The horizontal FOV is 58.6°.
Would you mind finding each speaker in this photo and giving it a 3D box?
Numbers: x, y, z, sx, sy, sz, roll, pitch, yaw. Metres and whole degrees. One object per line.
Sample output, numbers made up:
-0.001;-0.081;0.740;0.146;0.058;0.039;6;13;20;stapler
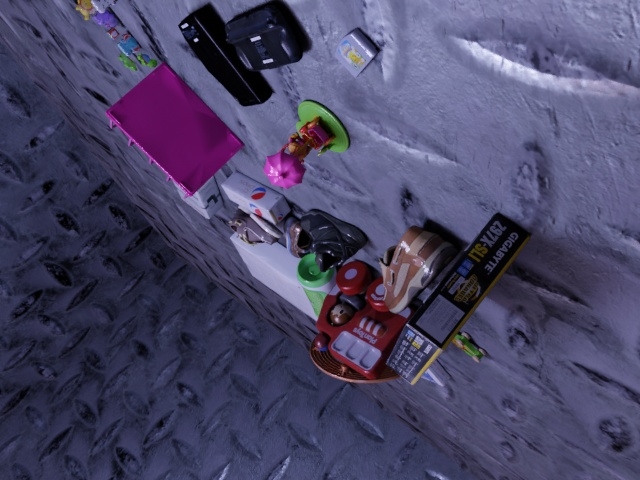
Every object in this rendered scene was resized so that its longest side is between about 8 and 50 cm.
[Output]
0.012;0.160;1.835;0.131;0.131;0.296;31;159;30;speaker

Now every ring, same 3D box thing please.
0.137;0.292;1.616;0.337;0.337;0.032;21;124;49;ring

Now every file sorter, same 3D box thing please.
-0.395;-0.279;1.539;0.290;0.202;0.182;46;163;-12;file sorter

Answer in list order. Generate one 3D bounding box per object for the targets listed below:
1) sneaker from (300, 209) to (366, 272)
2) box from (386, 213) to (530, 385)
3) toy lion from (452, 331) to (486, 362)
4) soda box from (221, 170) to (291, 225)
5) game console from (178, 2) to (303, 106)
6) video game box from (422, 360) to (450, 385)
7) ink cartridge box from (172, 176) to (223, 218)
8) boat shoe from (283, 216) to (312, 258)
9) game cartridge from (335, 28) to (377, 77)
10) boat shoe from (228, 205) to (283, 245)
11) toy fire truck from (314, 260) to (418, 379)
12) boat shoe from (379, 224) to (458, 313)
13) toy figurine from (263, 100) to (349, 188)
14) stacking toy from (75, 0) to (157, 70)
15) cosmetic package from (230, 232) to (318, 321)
0.000;0.000;1.484;0.227;0.130;0.087;28;156;42;sneaker
0.241;0.123;1.055;0.079;0.257;0.322;36;161;14;box
0.373;0.271;1.499;0.100;0.034;0.096;44;169;-8;toy lion
-0.192;-0.127;1.684;0.216;0.069;0.074;29;158;34;soda box
-0.139;-0.356;1.087;0.213;0.044;0.361;50;161;-29;game console
0.302;0.382;1.875;0.187;0.048;0.205;51;160;-20;video game box
-0.441;-0.188;2.031;0.153;0.087;0.208;37;161;15;ink cartridge box
-0.062;0.007;1.727;0.066;0.066;0.183;30;159;29;boat shoe
0.052;-0.290;0.882;0.056;0.017;0.083;47;162;-5;game cartridge
-0.208;-0.034;1.776;0.117;0.096;0.324;36;179;-28;boat shoe
0.108;0.216;1.551;0.302;0.254;0.169;22;153;46;toy fire truck
0.194;0.058;1.255;0.120;0.122;0.324;44;155;11;boat shoe
-0.052;-0.173;1.136;0.130;0.159;0.173;48;162;-17;toy figurine
-0.517;-0.532;1.460;0.167;0.052;0.221;21;155;52;stacking toy
-0.135;0.121;2.096;0.377;0.097;0.284;32;161;28;cosmetic package
